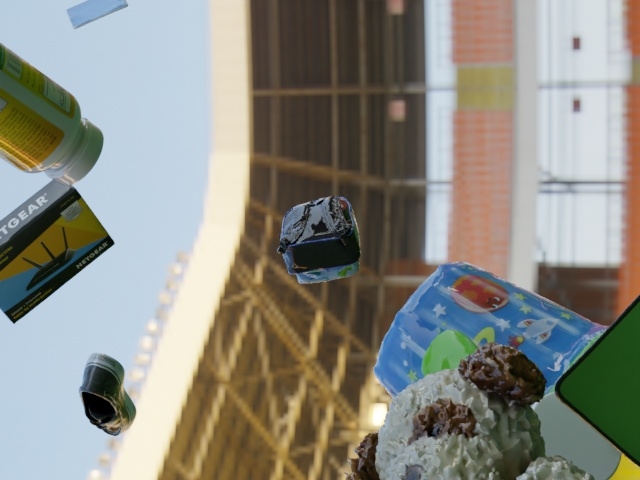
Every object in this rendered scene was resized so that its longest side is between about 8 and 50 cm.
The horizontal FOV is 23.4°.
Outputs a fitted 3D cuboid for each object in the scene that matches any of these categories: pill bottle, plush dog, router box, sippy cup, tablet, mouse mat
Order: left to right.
[{"bbox_3d":[-0.369,-0.155,1.892,0.208,0.117,0.118,36,-127,-39],"label":"pill bottle"},{"bbox_3d":[-0.382,0.012,2.079,0.179,0.046,0.133,-40,-39,-9],"label":"router box"},{"bbox_3d":[-0.312,-0.324,2.152,0.054,0.083,0.006,-118,5,-47],"label":"tablet"},{"bbox_3d":[0.125,0.196,1.131,0.210,0.262,0.225,4,-129,-45],"label":"plush dog"},{"bbox_3d":[0.189,0.144,1.663,0.240,0.224,0.305,-43,-24,-28],"label":"sippy cup"},{"bbox_3d":[0.185,0.220,1.417,0.221,0.124,0.124,121,164,-56],"label":"pill bottle"},{"bbox_3d":[0.292,0.089,1.256,0.152,0.190,0.007,40,-176,-35],"label":"mouse mat"}]

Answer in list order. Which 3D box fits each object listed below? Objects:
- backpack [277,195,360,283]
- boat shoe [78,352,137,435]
[{"bbox_3d":[0.000,0.000,2.009,0.114,0.105,0.084,-94,-9,-59],"label":"backpack"},{"bbox_3d":[-0.207,0.155,1.465,0.142,0.049,0.040,91,-162,-58],"label":"boat shoe"}]
